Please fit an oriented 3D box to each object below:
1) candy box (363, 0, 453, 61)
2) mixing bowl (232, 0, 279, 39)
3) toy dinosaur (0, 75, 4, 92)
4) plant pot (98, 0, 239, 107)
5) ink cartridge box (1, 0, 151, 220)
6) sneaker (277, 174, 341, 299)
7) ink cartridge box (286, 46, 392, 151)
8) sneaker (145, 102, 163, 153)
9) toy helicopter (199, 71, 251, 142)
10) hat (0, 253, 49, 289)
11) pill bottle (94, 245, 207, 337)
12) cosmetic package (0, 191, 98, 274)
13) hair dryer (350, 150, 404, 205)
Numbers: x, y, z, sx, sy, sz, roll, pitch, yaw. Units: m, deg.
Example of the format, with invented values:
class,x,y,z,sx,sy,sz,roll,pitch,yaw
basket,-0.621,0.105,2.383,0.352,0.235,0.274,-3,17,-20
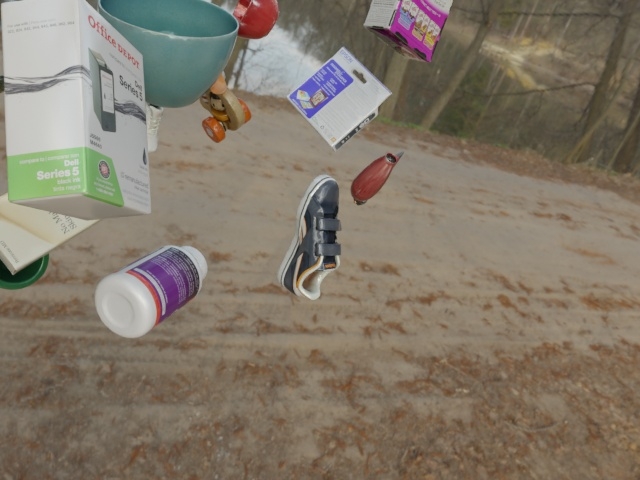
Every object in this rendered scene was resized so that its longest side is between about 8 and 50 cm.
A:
class,x,y,z,sx,sy,sz,roll,pitch,yaw
candy box,0.189,-0.485,1.025,0.071,0.233,0.159,28,10,39
mixing bowl,-0.183,-0.653,1.553,0.098,0.181,0.181,25,22,-28
toy dinosaur,-0.879,-0.407,1.458,0.268,0.118,0.064,7,54,-6
plant pot,-0.342,-0.418,1.210,0.290,0.195,0.290,10,38,-8
ink cartridge box,-0.345,-0.179,0.782,0.115,0.273,0.198,-5,-5,6
sneaker,0.000,0.000,1.366,0.127,0.321,0.126,32,22,35
ink cartridge box,0.050,-0.375,1.423,0.206,0.208,0.045,51,4,20
sneaker,-0.564,-0.402,1.765,0.115,0.232,0.090,9,20,36
toy helicopter,-0.355,-0.484,1.620,0.140,0.235,0.355,-41,88,-19
hat,-0.891,0.039,1.530,0.183,0.173,0.208,14,-23,39
pill bottle,-0.456,0.126,1.505,0.181,0.181,0.323,26,26,12
cosmetic package,-0.625,-0.074,1.267,0.309,0.113,0.160,-41,105,-32
hair dryer,0.170,-0.211,1.610,0.080,0.223,0.293,37,-1,-2
